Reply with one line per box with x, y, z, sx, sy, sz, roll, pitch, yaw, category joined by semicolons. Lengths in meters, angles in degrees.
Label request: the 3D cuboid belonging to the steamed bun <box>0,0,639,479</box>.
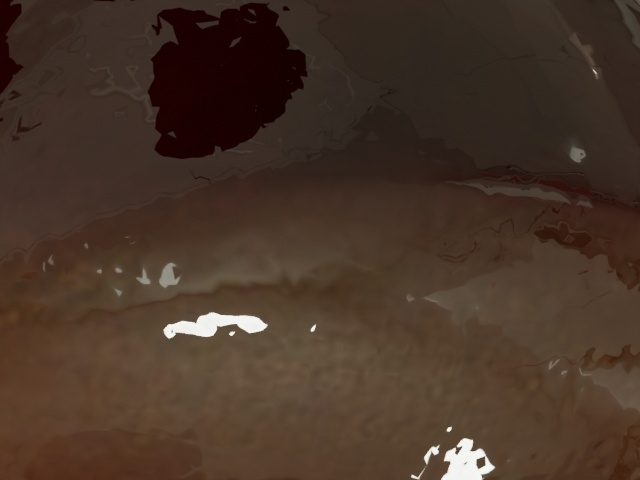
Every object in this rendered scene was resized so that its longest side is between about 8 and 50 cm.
0.000;0.000;0.566;0.379;0.235;0.248;7;135;-17;steamed bun
